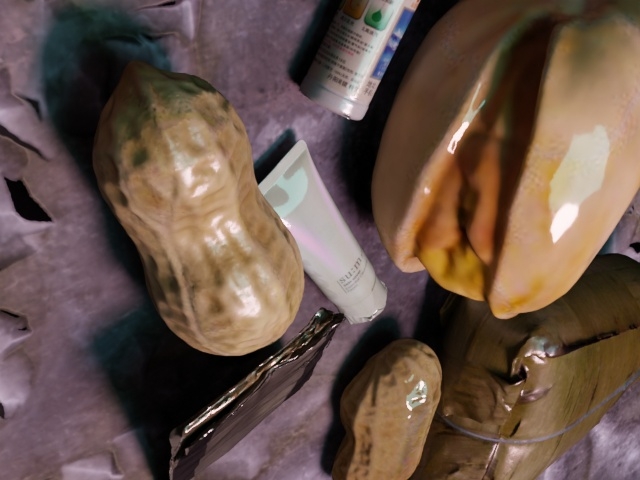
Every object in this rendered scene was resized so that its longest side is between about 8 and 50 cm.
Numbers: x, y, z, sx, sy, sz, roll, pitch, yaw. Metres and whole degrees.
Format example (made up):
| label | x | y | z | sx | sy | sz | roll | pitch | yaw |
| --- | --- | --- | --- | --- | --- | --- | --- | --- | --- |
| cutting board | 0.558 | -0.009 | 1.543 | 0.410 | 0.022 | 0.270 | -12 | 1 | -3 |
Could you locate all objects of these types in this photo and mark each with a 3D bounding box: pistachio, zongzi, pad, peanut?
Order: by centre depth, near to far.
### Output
| label | x | y | z | sx | sy | sz | roll | pitch | yaw |
| --- | --- | --- | --- | --- | --- | --- | --- | --- | --- |
| peanut | -0.088 | -0.014 | 1.046 | 0.120 | 0.136 | 0.298 | -32 | 139 | -10 |
| pistachio | 0.173 | -0.091 | 1.199 | 0.230 | 0.230 | 0.309 | 7 | 107 | -49 |
| pad | -0.063 | 0.144 | 1.205 | 0.174 | 0.022 | 0.233 | -38 | 169 | -21 |
| peanut | 0.062 | 0.183 | 1.397 | 0.093 | 0.083 | 0.194 | 0 | 121 | -36 |
| zongzi | 0.224 | 0.192 | 1.515 | 0.323 | 0.160 | 0.360 | -7 | 122 | -43 |

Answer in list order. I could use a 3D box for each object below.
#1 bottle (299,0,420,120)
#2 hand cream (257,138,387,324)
| label | x | y | z | sx | sy | sz | roll | pitch | yaw |
| --- | --- | --- | --- | --- | --- | --- | --- | --- | --- |
| bottle | 0.054 | -0.202 | 1.116 | 0.060 | 0.060 | 0.217 | 10 | 111 | -50 |
| hand cream | 0.000 | 0.000 | 1.224 | 0.078 | 0.050 | 0.205 | -47 | 138 | -10 |
